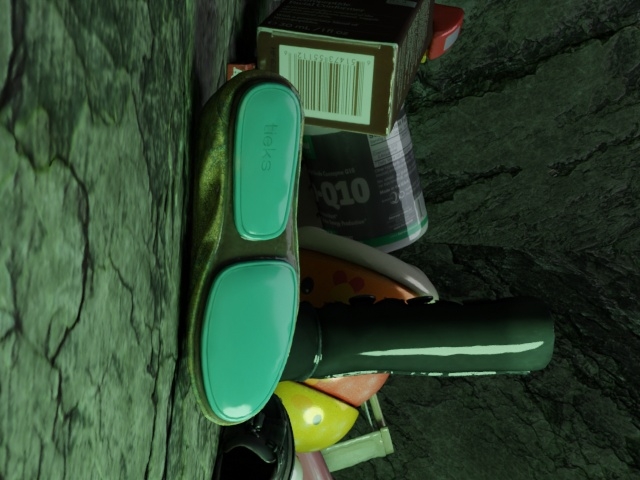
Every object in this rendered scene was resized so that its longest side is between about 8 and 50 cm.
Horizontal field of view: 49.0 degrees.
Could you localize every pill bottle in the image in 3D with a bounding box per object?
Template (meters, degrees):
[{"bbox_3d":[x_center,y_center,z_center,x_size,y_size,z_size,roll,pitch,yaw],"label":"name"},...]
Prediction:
[{"bbox_3d":[0.070,-0.168,1.313,0.204,0.204,0.360,-84,159,-69],"label":"pill bottle"}]

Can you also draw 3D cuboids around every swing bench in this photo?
[{"bbox_3d":[0.020,0.431,1.681,0.165,0.254,0.254,85,-13,-81],"label":"swing bench"}]

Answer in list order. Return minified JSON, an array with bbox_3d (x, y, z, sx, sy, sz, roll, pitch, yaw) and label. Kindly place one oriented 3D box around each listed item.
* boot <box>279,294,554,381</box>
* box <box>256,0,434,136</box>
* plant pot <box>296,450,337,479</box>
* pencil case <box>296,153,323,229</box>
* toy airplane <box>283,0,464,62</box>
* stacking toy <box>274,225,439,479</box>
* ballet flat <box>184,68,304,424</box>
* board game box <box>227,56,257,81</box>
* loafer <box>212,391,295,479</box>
[{"bbox_3d":[0.089,0.134,0.931,0.367,0.446,0.146,79,14,-86],"label":"boot"},{"bbox_3d":[0.055,-0.309,1.057,0.381,0.191,0.143,-65,162,-53],"label":"box"},{"bbox_3d":[-0.063,0.505,1.491,0.201,0.202,0.180,-75,153,-84],"label":"plant pot"},{"bbox_3d":[0.000,0.000,1.514,0.160,0.184,0.409,-132,-142,-80],"label":"pencil case"},{"bbox_3d":[0.096,-0.422,1.546,0.386,0.384,0.272,13,49,-48],"label":"toy airplane"},{"bbox_3d":[-0.017,0.246,1.227,0.350,0.351,0.479,90,19,-74],"label":"stacking toy"},{"bbox_3d":[-0.083,0.005,0.711,0.123,0.123,0.348,-79,174,-82],"label":"ballet flat"},{"bbox_3d":[-0.100,-0.184,1.002,0.281,0.027,0.144,-82,177,-73],"label":"board game box"},{"bbox_3d":[-0.097,0.325,0.975,0.302,0.109,0.095,-81,171,-46],"label":"loafer"}]
